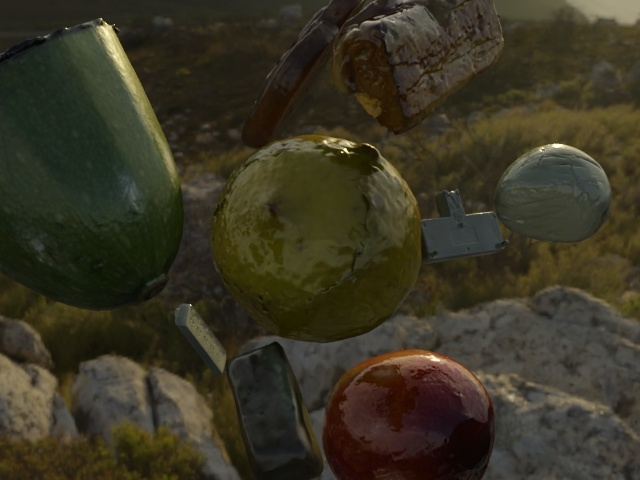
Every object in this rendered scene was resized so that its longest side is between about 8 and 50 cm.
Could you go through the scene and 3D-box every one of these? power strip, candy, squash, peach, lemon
[{"bbox_3d":[-0.266,0.236,1.957,0.027,0.252,0.060,-10,46,18],"label":"power strip"},{"bbox_3d":[-0.074,0.267,1.309,0.104,0.102,0.234,-19,43,-2],"label":"candy"},{"bbox_3d":[-0.300,-0.058,1.040,0.310,0.308,0.310,-31,8,5],"label":"squash"},{"bbox_3d":[0.283,-0.035,1.778,0.216,0.145,0.061,-8,-13,-34],"label":"power strip"},{"bbox_3d":[0.201,0.407,1.839,0.389,0.388,0.388,1,30,0],"label":"peach"},{"bbox_3d":[0.000,0.000,1.405,0.350,0.349,0.387,13,-10,21],"label":"lemon"}]

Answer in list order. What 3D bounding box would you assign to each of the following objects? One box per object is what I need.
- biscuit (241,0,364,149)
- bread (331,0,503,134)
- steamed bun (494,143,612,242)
[{"bbox_3d":[-0.029,-0.347,1.616,0.070,0.350,0.394,34,37,-3],"label":"biscuit"},{"bbox_3d":[0.154,-0.310,1.377,0.149,0.195,0.344,2,29,44],"label":"bread"},{"bbox_3d":[0.269,-0.061,0.985,0.130,0.112,0.090,7,55,16],"label":"steamed bun"}]
